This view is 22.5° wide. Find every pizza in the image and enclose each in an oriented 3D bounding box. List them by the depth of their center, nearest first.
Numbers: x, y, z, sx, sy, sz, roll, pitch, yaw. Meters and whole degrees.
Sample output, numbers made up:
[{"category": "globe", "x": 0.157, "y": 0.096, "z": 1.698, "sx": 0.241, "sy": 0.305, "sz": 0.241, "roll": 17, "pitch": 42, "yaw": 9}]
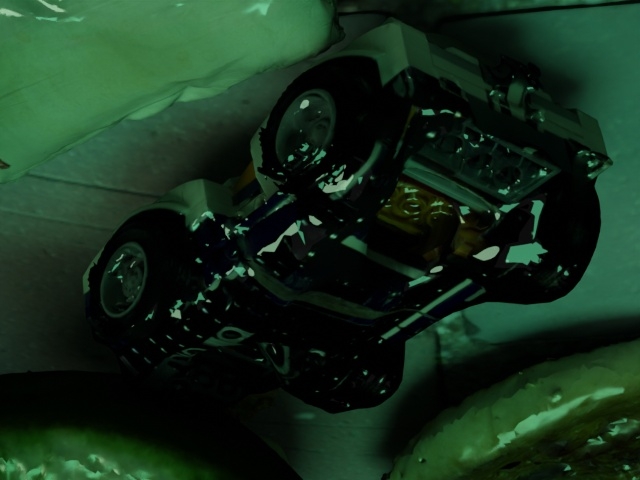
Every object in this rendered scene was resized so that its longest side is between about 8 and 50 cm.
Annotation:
[{"category": "pizza", "x": -0.067, "y": 0.120, "z": 1.107, "sx": 0.083, "sy": 0.025, "sz": 0.078, "roll": -3, "pitch": 143, "yaw": 4}]

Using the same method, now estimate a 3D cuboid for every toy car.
[{"category": "toy car", "x": -0.001, "y": -0.001, "z": 0.866, "sx": 0.193, "sy": 0.118, "sz": 0.301, "roll": 19, "pitch": 141, "yaw": -38}]

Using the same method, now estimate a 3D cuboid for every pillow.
[{"category": "pillow", "x": -0.107, "y": -0.103, "z": 0.789, "sx": 0.229, "sy": 0.051, "sz": 0.128, "roll": -19, "pitch": 133, "yaw": 24}]

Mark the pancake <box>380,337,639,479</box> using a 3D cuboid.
[{"category": "pancake", "x": 0.202, "y": 0.175, "z": 1.147, "sx": 0.356, "sy": 0.065, "sz": 0.356, "roll": -2, "pitch": 146, "yaw": -1}]

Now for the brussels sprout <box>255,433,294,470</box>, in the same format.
[{"category": "brussels sprout", "x": -0.106, "y": 0.234, "z": 1.108, "sx": 0.219, "sy": 0.210, "sz": 0.271, "roll": 36, "pitch": 137, "yaw": -7}]

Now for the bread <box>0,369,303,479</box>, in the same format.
[{"category": "bread", "x": -0.156, "y": 0.261, "z": 0.938, "sx": 0.382, "sy": 0.129, "sz": 0.366, "roll": 43, "pitch": 98, "yaw": -6}]
